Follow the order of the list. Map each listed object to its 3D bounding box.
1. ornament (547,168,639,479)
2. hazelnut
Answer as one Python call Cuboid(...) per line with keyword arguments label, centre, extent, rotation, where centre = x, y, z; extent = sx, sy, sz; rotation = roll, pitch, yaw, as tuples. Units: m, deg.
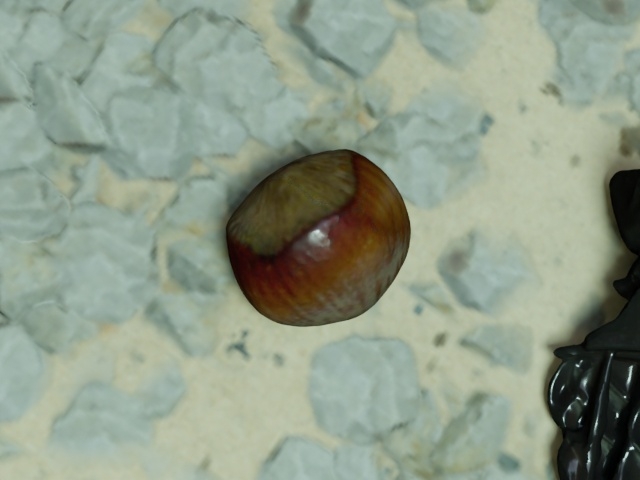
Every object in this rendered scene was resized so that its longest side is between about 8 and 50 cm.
Cuboid(label="ornament", centre=(0.225, 0.108, 0.755), extent=(0.251, 0.106, 0.260), rotation=(16, 79, -3))
Cuboid(label="hazelnut", centre=(0.000, 0.000, 0.733), extent=(0.086, 0.086, 0.086), rotation=(4, 73, -14))
